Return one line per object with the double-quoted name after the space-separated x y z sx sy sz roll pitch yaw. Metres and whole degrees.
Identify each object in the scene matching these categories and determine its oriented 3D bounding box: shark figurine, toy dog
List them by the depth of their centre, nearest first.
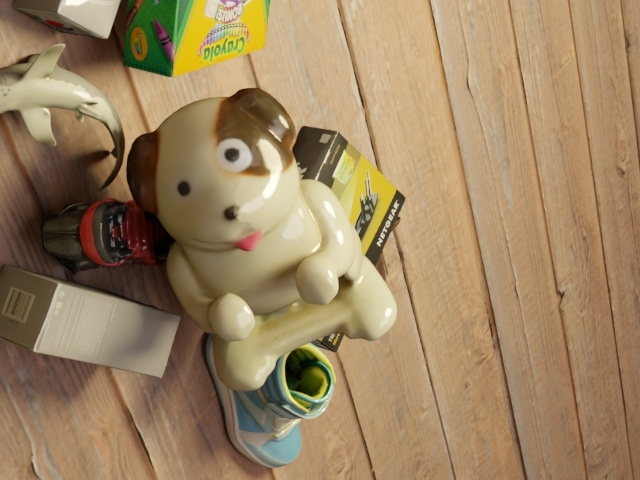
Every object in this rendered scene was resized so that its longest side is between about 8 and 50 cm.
-0.334 -0.190 1.608 0.278 0.116 0.166 23 116 -43 "shark figurine"
-0.089 -0.038 1.703 0.408 0.285 0.395 60 18 -59 "toy dog"

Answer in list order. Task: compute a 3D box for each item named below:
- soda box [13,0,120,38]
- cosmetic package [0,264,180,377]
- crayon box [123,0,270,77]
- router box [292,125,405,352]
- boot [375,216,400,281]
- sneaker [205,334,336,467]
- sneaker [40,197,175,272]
-0.290 -0.410 1.589 0.091 0.098 0.286 24 83 -51 "soda box"
-0.321 0.113 1.687 0.238 0.127 0.107 25 81 -49 "cosmetic package"
-0.162 -0.333 1.704 0.278 0.081 0.165 -35 138 -60 "crayon box"
0.000 0.000 2.073 0.243 0.081 0.309 39 71 -48 "router box"
0.114 0.023 2.252 0.106 0.037 0.114 -30 120 -26 "boot"
-0.053 0.272 1.990 0.127 0.208 0.319 -48 134 -32 "sneaker"
-0.293 -0.008 1.709 0.276 0.135 0.097 0 86 -74 "sneaker"
